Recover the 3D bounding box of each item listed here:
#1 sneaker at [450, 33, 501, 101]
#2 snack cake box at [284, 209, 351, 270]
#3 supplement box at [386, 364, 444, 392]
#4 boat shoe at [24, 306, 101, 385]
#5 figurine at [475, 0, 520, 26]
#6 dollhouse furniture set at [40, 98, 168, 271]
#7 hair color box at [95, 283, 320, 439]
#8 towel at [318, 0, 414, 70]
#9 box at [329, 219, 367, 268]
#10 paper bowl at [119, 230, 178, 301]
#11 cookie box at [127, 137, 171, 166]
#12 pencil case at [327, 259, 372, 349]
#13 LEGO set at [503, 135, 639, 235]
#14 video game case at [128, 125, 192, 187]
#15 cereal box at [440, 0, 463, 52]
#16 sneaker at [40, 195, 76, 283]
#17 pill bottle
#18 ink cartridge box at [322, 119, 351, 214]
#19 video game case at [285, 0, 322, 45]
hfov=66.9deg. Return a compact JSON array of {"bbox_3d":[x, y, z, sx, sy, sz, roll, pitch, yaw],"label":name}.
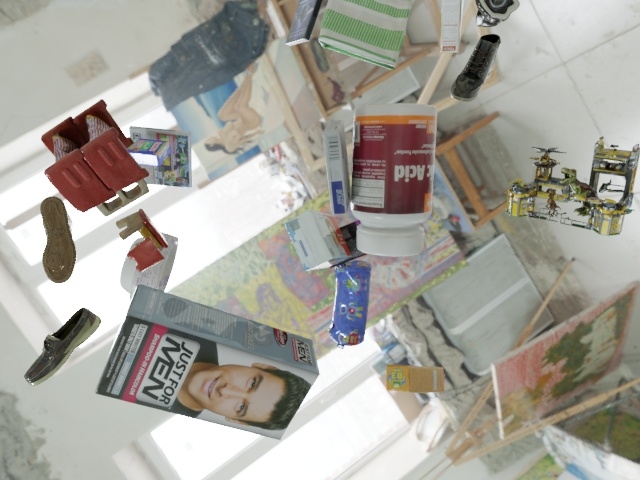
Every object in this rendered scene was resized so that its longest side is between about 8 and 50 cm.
[{"bbox_3d":[0.433,-0.488,1.359,0.083,0.222,0.118,25,145,18],"label":"sneaker"},{"bbox_3d":[0.000,0.000,1.448,0.152,0.089,0.264,65,-166,7],"label":"snack cake box"},{"bbox_3d":[0.282,0.407,1.423,0.233,0.078,0.080,18,-111,-51],"label":"supplement box"},{"bbox_3d":[-0.669,0.263,1.236,0.080,0.223,0.073,17,146,41],"label":"boat shoe"},{"bbox_3d":[0.428,-0.554,1.040,0.092,0.215,0.209,50,-161,-3],"label":"figurine"},{"bbox_3d":[-0.419,-0.091,1.060,0.201,0.152,0.374,49,168,46],"label":"dollhouse furniture set"},{"bbox_3d":[-0.211,0.244,0.948,0.374,0.185,0.114,22,-160,-19],"label":"hair color box"},{"bbox_3d":[0.141,-0.663,1.397,0.247,0.325,0.038,16,163,-3],"label":"towel"},{"bbox_3d":[0.084,0.010,1.584,0.029,0.162,0.116,-10,-101,-77],"label":"box"},{"bbox_3d":[-0.638,0.100,1.790,0.148,0.284,0.284,18,173,-9],"label":"paper bowl"},{"bbox_3d":[-0.504,-0.259,1.411,0.092,0.107,0.040,-77,-7,-53],"label":"cookie box"},{"bbox_3d":[0.102,0.218,1.696,0.119,0.133,0.306,-105,20,-81],"label":"pencil case"},{"bbox_3d":[0.652,-0.163,1.244,0.331,0.255,0.192,24,130,46],"label":"LEGO set"},{"bbox_3d":[-0.502,-0.262,1.536,0.023,0.183,0.201,-97,14,-50],"label":"video game case"},{"bbox_3d":[0.296,-0.569,1.071,0.047,0.173,0.240,5,153,16],"label":"cereal box"},{"bbox_3d":[-0.864,0.007,1.601,0.153,0.099,0.282,-21,76,64],"label":"sneaker"},{"bbox_3d":[0.196,-0.166,1.325,0.224,0.224,0.392,-149,57,-67],"label":"pill bottle"},{"bbox_3d":[0.051,-0.208,1.319,0.224,0.045,0.223,-73,-22,-67],"label":"ink cartridge box"},{"bbox_3d":[-0.036,-0.801,1.628,0.026,0.274,0.196,14,-171,-26],"label":"video game case"}]
